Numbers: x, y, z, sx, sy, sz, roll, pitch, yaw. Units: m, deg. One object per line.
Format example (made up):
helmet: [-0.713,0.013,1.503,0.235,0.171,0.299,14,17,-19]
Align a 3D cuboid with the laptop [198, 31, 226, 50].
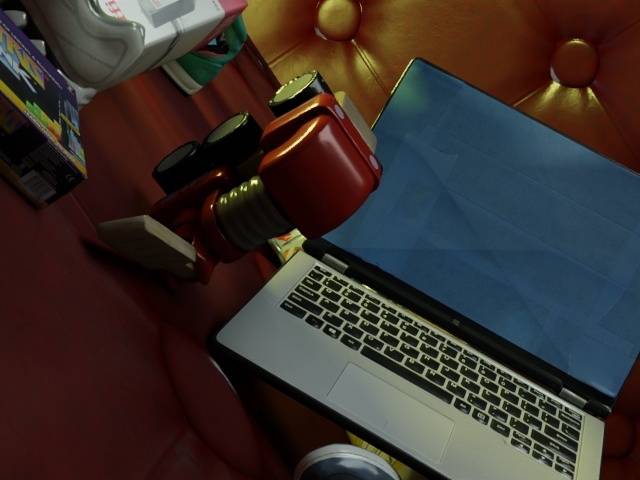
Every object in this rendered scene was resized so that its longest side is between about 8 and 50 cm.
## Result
laptop: [-0.237,-0.347,1.133,0.264,0.136,0.234,42,32,-60]

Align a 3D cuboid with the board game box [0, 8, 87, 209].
board game box: [-0.243,-0.123,0.735,0.170,0.048,0.141,51,11,-38]

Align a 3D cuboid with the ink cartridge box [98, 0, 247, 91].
ink cartridge box: [-0.198,-0.256,1.031,0.159,0.092,0.218,56,41,-4]

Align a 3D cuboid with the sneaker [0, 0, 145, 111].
sneaker: [-0.259,-0.255,0.871,0.292,0.118,0.110,57,9,-12]

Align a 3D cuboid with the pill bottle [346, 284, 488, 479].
pill bottle: [0.130,0.212,1.150,0.188,0.187,0.334,47,12,-49]

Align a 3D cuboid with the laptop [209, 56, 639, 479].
laptop: [0.165,0.035,1.020,0.381,0.236,0.408,29,25,7]

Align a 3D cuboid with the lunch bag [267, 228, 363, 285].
lunch bag: [0.000,0.000,1.502,0.243,0.115,0.303,53,10,-42]

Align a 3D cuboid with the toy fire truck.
toy fire truck: [-0.073,-0.034,0.889,0.158,0.217,0.246,54,23,-22]

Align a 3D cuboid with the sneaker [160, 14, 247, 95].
sneaker: [-0.199,-0.354,1.442,0.295,0.178,0.124,49,11,-44]

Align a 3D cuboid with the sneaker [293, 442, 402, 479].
sneaker: [0.064,0.282,0.844,0.226,0.086,0.163,54,6,-27]
